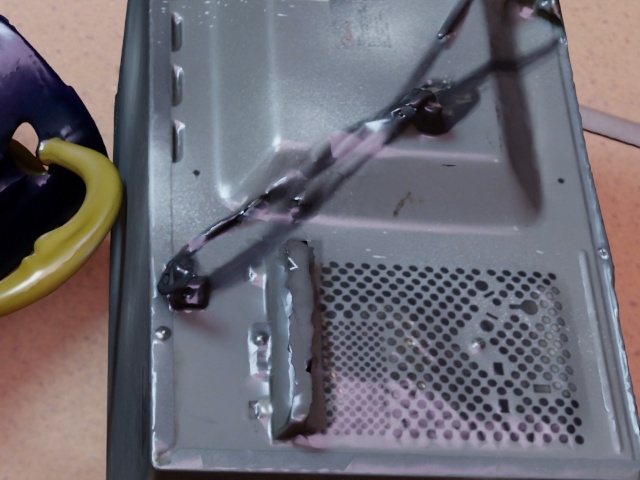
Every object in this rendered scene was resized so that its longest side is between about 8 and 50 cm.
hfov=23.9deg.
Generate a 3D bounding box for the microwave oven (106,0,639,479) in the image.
[{"bbox_3d":[0.000,0.000,0.895,0.236,0.374,0.432,2,57,-10],"label":"microwave oven"}]

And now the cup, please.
[{"bbox_3d":[-0.261,-0.020,0.911,0.178,0.255,0.256,50,62,-14],"label":"cup"}]
